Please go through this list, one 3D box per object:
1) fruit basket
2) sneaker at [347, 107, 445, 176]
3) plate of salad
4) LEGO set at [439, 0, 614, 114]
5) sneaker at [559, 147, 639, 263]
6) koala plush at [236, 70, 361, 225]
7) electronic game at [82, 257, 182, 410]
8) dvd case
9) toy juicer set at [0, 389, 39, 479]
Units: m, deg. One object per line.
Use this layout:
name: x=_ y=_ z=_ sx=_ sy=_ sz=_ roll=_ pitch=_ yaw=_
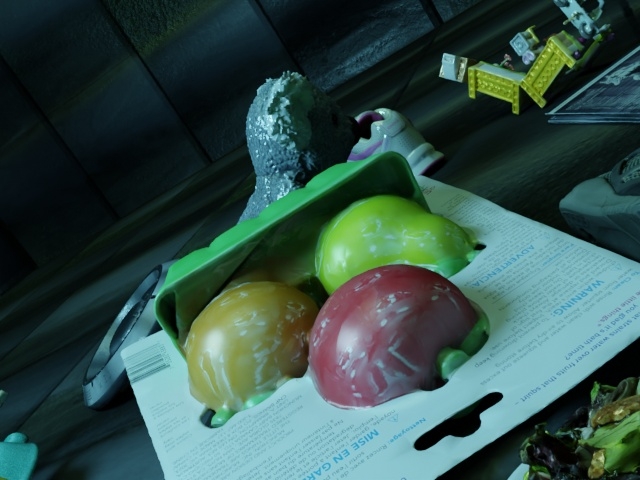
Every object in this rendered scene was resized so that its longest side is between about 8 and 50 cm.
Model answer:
fruit basket: x=0.026 y=0.074 z=0.595 sx=0.327 sy=0.166 sz=0.353 roll=-33 pitch=31 yaw=-11
sneaker: x=0.082 y=-0.143 z=1.203 sx=0.103 sy=0.111 sz=0.252 roll=-39 pitch=15 yaw=-21
plate of salad: x=0.166 y=0.063 z=0.350 sx=0.199 sy=0.048 sz=0.200 roll=-24 pitch=-8 yaw=-4
LEGO set: x=0.294 y=-0.254 z=1.106 sx=0.107 sy=0.132 sz=0.287 roll=-31 pitch=5 yaw=-26
sneaker: x=0.249 y=-0.029 z=0.503 sx=0.130 sy=0.087 sz=0.227 roll=-40 pitch=8 yaw=2
koala plush: x=-0.022 y=-0.079 z=0.902 sx=0.203 sy=0.221 sz=0.196 roll=-14 pitch=14 yaw=-4
electronic game: x=-0.247 y=0.123 z=1.079 sx=0.229 sy=0.048 sz=0.229 roll=-48 pitch=18 yaw=21
dvd case: x=0.368 y=-0.181 z=0.891 sx=0.164 sy=0.018 sz=0.221 roll=-36 pitch=15 yaw=-6
toy juicer set: x=-0.361 y=0.295 z=0.822 sx=0.209 sy=0.089 sz=0.329 roll=-55 pitch=21 yaw=-9
